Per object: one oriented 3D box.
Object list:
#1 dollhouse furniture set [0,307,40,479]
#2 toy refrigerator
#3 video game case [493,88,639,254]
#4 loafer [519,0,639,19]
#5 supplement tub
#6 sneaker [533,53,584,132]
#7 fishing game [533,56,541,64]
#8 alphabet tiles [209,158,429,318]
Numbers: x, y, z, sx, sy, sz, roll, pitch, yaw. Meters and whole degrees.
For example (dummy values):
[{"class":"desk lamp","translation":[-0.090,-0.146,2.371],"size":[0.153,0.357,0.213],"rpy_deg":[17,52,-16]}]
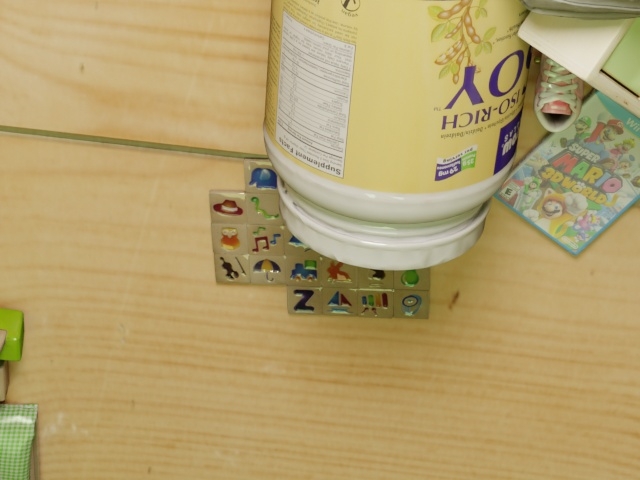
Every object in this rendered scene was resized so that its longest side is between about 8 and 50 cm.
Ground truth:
[{"class":"dollhouse furniture set","translation":[-0.441,0.234,1.791],"size":[0.197,0.151,0.302],"rpy_deg":[6,124,3]},{"class":"toy refrigerator","translation":[0.296,-0.161,1.375],"size":[0.269,0.094,0.102],"rpy_deg":[22,106,-52]},{"class":"video game case","translation":[0.274,-0.070,1.584],"size":[0.119,0.015,0.166],"rpy_deg":[35,120,-16]},{"class":"loafer","translation":[0.294,-0.221,1.172],"size":[0.319,0.112,0.111],"rpy_deg":[-2,165,17]},{"class":"supplement tub","translation":[0.071,-0.165,1.411],"size":[0.241,0.241,0.331],"rpy_deg":[6,124,3]},{"class":"sneaker","translation":[0.232,-0.161,1.472],"size":[0.051,0.070,0.134],"rpy_deg":[7,134,4]},{"class":"fishing game","translation":[0.281,-0.266,1.440],"size":[0.189,0.041,0.264],"rpy_deg":[11,124,-4]},{"class":"alphabet tiles","translation":[0.000,0.000,1.669],"size":[0.237,0.009,0.198],"rpy_deg":[2,124,6]}]
